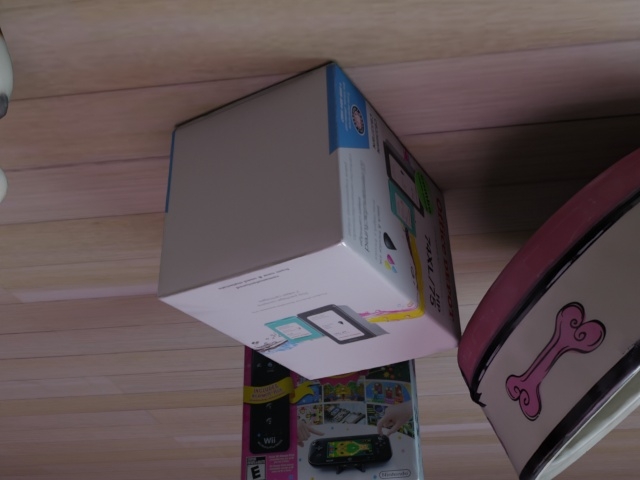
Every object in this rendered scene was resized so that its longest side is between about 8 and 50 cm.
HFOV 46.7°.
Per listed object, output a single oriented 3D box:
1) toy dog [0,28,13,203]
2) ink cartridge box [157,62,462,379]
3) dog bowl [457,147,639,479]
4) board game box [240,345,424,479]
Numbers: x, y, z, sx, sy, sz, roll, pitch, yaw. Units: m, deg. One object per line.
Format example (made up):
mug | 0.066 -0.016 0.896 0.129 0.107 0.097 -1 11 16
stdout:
toy dog | -0.393 -0.125 0.528 0.407 0.284 0.395 -15 111 26
ink cartridge box | 0.000 0.000 0.771 0.197 0.198 0.270 -17 147 25
dog bowl | 0.315 0.069 0.780 0.408 0.150 0.408 -32 151 -20
board game box | 0.014 0.180 0.977 0.224 0.303 0.097 -8 149 11
